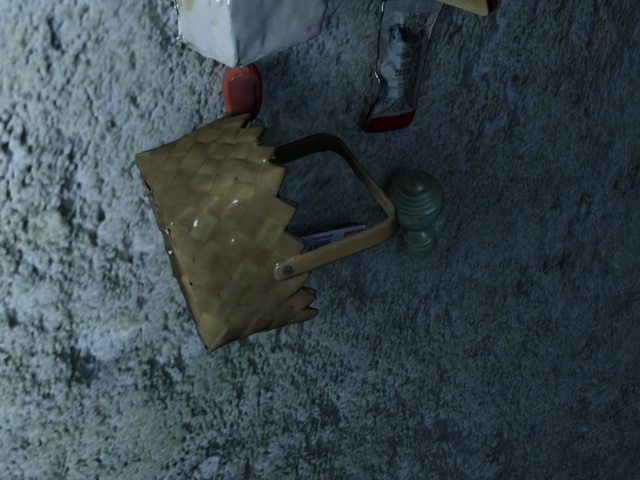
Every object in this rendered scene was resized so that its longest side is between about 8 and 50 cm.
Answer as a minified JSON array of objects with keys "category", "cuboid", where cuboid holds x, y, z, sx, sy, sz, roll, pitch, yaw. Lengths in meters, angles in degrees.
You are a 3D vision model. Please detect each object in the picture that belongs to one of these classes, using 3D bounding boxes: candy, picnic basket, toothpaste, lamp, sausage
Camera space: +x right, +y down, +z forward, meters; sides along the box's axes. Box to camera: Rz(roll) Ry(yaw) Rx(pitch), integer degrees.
[{"category":"candy","cuboid":[-0.098,-0.347,1.460,0.195,0.137,0.185,-26,129,-36]},{"category":"picnic basket","cuboid":[-0.075,-0.031,1.543,0.321,0.254,0.291,-22,130,-13]},{"category":"toothpaste","cuboid":[0.000,0.000,1.855,0.196,0.047,0.040,-12,105,-46]},{"category":"lamp","cuboid":[0.176,-0.048,1.994,0.106,0.106,0.193,-43,147,-25]},{"category":"sausage","cuboid":[-0.113,-0.218,1.581,0.054,0.059,0.094,-88,179,-60]}]

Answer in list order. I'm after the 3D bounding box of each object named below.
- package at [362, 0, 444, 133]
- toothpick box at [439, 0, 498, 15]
[{"category":"package","cuboid":[0.140,-0.300,1.855,0.154,0.030,0.239,-15,121,-46]},{"category":"toothpick box","cuboid":[0.250,-0.546,1.716,0.308,0.190,0.187,-56,148,-18]}]
